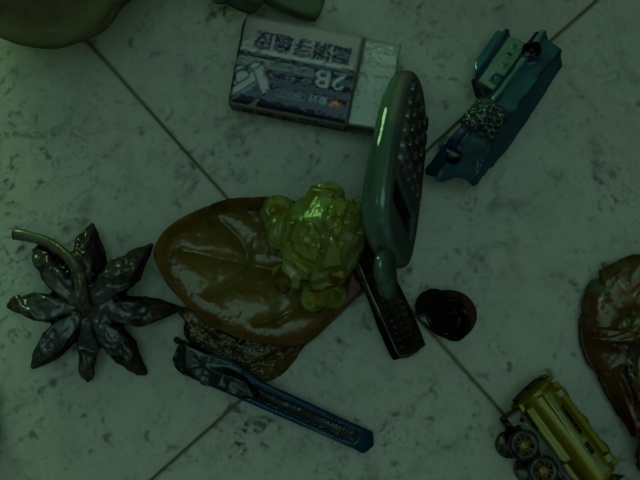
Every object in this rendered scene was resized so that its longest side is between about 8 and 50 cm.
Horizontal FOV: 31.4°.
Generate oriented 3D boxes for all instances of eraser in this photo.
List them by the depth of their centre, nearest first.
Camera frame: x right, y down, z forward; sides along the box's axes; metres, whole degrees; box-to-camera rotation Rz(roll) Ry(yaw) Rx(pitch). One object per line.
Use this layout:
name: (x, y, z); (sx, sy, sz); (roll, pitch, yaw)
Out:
eraser: (-0.007, -0.216, 1.510); (0.210, 0.068, 0.124); (11, 83, 0)

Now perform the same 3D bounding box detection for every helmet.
helmet: (0.171, 0.091, 1.496); (0.084, 0.049, 0.065); (32, 123, 26)

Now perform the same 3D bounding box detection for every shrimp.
shrimp: (0.418, 0.165, 1.489); (0.154, 0.062, 0.294); (-3, 83, 12)

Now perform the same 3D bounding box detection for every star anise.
star anise: (-0.312, 0.074, 1.483); (0.230, 0.081, 0.262); (-43, 89, 8)

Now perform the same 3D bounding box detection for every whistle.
whistle: (-0.107, -0.356, 1.498); (0.244, 0.092, 0.110); (22, 84, -22)

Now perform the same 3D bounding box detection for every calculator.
calculator: (0.094, -0.072, 1.432); (0.041, 0.185, 0.298); (4, 69, 17)

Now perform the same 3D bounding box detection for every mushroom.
mushroom: (-0.354, -0.412, 1.395); (0.314, 0.336, 0.314); (0, 77, -1)

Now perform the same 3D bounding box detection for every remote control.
remote control: (0.075, 0.055, 1.500); (0.059, 0.028, 0.212); (-20, 84, -40)

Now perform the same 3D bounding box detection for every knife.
knife: (-0.062, 0.204, 1.481); (0.297, 0.026, 0.044); (25, 86, -6)

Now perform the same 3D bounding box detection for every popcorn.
popcorn: (0.000, 0.000, 1.420); (0.136, 0.141, 0.162); (-15, 67, -35)

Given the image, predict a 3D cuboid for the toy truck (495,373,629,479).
toy truck: (0.319, 0.289, 1.457); (0.114, 0.098, 0.227); (-36, 85, -8)

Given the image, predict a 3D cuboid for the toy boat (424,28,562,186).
toy boat: (0.218, -0.175, 1.495); (0.098, 0.109, 0.238); (32, 83, 22)

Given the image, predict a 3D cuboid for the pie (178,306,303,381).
pie: (-0.115, 0.142, 1.501); (0.170, 0.034, 0.092); (23, 84, -4)

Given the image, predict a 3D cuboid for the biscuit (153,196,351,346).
biscuit: (-0.088, 0.035, 1.486); (0.260, 0.041, 0.203); (12, 77, -7)
